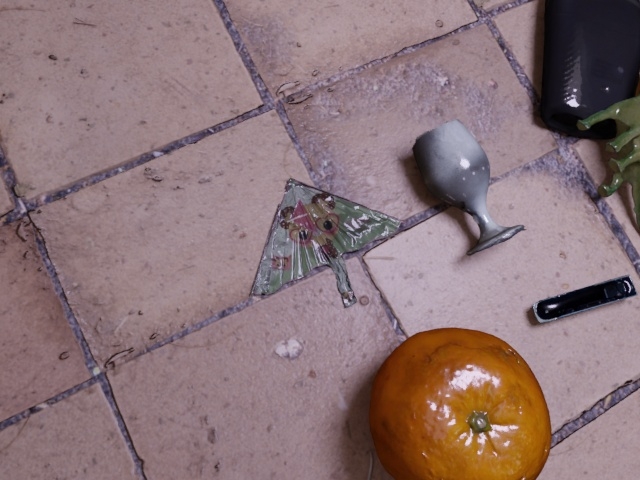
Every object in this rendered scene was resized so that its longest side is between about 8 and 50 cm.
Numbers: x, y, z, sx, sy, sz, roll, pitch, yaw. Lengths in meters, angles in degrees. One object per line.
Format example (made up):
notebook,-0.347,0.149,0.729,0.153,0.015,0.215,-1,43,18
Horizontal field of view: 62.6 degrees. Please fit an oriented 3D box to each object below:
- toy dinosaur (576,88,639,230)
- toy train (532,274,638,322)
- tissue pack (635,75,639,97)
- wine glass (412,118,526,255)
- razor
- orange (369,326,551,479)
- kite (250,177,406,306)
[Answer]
toy dinosaur,0.645,-0.232,1.005,0.301,0.087,0.447,-34,114,-10
toy train,0.494,0.112,0.996,0.208,0.047,0.043,-14,78,-9
tissue pack,0.810,-0.299,1.079,0.275,0.145,0.194,-20,82,-10
wine glass,0.270,-0.099,0.981,0.126,0.126,0.241,-25,82,-11
razor,0.557,-0.385,1.082,0.205,0.113,0.348,10,76,-8
orange,0.214,0.278,0.835,0.284,0.226,0.283,3,72,-8
kite,0.000,0.000,0.984,0.323,0.013,0.267,-27,80,-9
